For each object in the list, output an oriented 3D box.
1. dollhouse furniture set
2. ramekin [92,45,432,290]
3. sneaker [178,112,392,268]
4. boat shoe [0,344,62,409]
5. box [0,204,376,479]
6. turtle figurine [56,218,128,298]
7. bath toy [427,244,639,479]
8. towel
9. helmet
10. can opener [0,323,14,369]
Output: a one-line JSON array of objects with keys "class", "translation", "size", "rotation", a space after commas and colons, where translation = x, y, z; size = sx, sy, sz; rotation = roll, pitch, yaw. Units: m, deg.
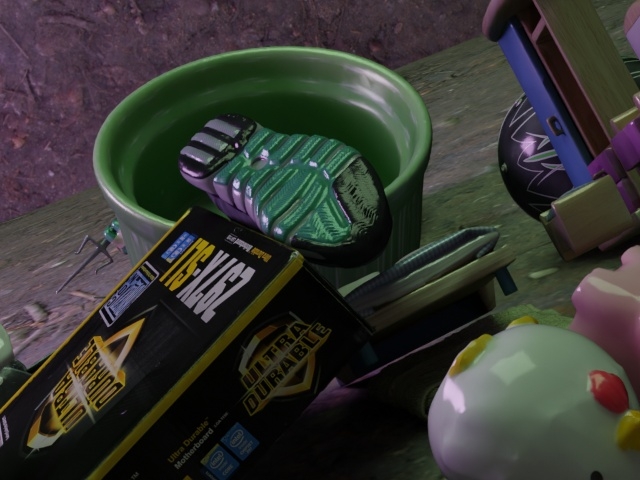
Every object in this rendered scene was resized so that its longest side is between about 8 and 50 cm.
[{"class": "dollhouse furniture set", "translation": [0.082, -0.046, 0.935], "size": [0.303, 0.198, 0.286], "rotation": [-27, -8, -4]}, {"class": "ramekin", "translation": [-0.046, -0.039, 1.238], "size": [0.303, 0.148, 0.303], "rotation": [-3, 38, 3]}, {"class": "sneaker", "translation": [-0.009, -0.020, 0.937], "size": [0.083, 0.098, 0.223], "rotation": [-45, 38, -10]}, {"class": "boat shoe", "translation": [-0.257, 0.145, 1.116], "size": [0.301, 0.102, 0.108], "rotation": [-29, 14, -36]}, {"class": "box", "translation": [-0.118, 0.103, 0.908], "size": [0.257, 0.079, 0.322], "rotation": [-45, 16, -6]}, {"class": "turtle figurine", "translation": [-0.149, 0.042, 1.397], "size": [0.234, 0.118, 0.175], "rotation": [-31, -26, -17]}, {"class": "bath toy", "translation": [0.210, 0.052, 0.733], "size": [0.348, 0.129, 0.151], "rotation": [-27, -31, -37]}, {"class": "towel", "translation": [0.113, 0.084, 0.961], "size": [0.148, 0.027, 0.110], "rotation": [-24, 11, -19]}, {"class": "helmet", "translation": [0.245, -0.082, 1.166], "size": [0.169, 0.170, 0.161], "rotation": [-14, -3, 27]}, {"class": "can opener", "translation": [-0.280, 0.125, 0.735], "size": [0.074, 0.093, 0.280], "rotation": [29, 45, 22]}]
